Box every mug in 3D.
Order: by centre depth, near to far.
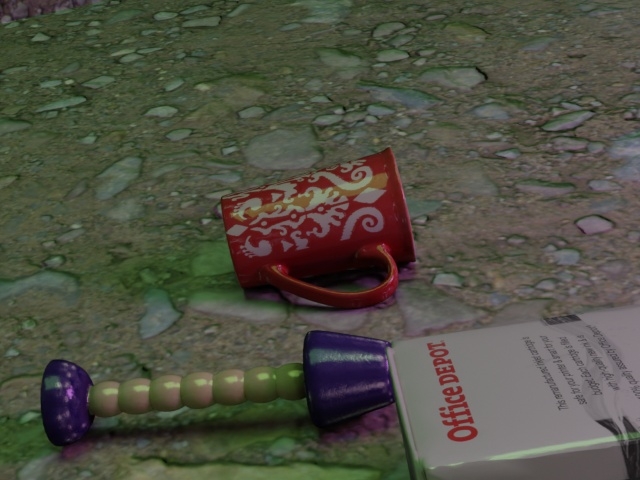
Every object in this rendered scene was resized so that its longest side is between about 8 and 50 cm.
[{"bbox_3d":[-0.002,-0.010,1.194,0.169,0.113,0.150,-12,25,1],"label":"mug"}]

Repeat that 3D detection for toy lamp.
[{"bbox_3d":[-0.077,0.115,1.001,0.275,0.080,0.080,-4,27,7],"label":"toy lamp"}]

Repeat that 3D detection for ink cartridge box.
[{"bbox_3d":[0.198,0.129,0.808,0.289,0.121,0.211,-9,16,1],"label":"ink cartridge box"}]
